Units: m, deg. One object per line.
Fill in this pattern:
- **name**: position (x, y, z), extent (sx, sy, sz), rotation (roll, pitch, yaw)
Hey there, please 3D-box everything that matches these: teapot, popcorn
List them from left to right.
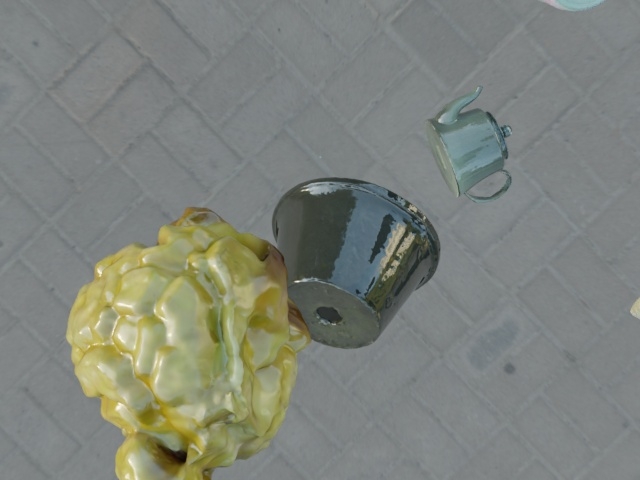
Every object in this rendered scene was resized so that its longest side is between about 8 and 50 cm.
- **popcorn**: position (-0.133, 0.135, 0.793), extent (0.225, 0.265, 0.332), rotation (1, 82, 16)
- **teapot**: position (0.302, -0.178, 1.491), extent (0.149, 0.162, 0.239), rotation (-24, 117, 1)

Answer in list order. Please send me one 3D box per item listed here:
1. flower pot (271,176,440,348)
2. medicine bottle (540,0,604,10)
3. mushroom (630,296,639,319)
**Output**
- **flower pot**: position (0.035, 0.054, 1.153), extent (0.269, 0.269, 0.166), rotation (20, 52, -2)
- **medicine bottle**: position (0.317, -0.387, 1.030), extent (0.135, 0.168, 0.135), rotation (-7, 121, -12)
- **mushroom**: position (0.817, 0.127, 1.859), extent (0.084, 0.071, 0.209), rotation (24, 135, 4)
